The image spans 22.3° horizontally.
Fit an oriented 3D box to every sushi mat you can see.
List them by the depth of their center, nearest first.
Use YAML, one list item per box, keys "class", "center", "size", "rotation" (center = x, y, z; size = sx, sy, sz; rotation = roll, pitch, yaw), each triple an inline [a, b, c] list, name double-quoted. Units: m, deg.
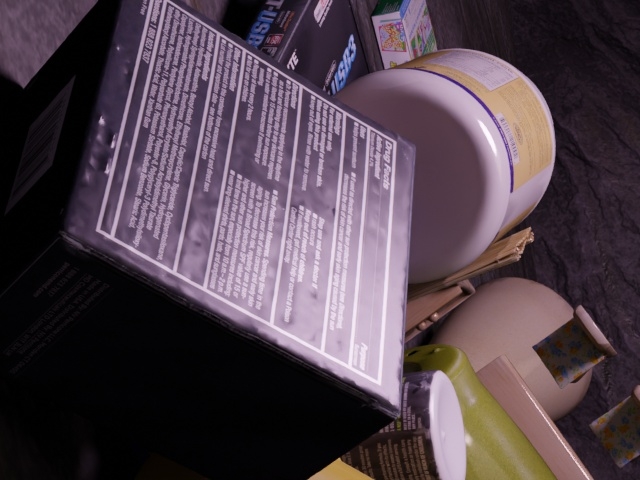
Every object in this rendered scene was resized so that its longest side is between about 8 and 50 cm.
- class: "sushi mat"
  center: [0.102, 0.061, 1.908]
  size: [0.019, 0.317, 0.151]
  rotation: [66, 19, -2]

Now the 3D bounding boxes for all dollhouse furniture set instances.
- class: "dollhouse furniture set"
  center: [0.197, 0.197, 2.108]
  size: [0.394, 0.362, 0.256]
  rotation: [56, 7, 16]

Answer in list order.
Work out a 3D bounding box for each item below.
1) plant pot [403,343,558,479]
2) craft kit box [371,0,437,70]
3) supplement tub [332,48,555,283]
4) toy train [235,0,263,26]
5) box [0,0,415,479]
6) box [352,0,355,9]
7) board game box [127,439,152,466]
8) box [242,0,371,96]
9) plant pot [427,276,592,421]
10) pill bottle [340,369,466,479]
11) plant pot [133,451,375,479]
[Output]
- class: "plant pot"
  center: [0.121, 0.321, 1.841]
  size: [0.353, 0.367, 0.366]
  rotation: [65, 18, -10]
- class: "craft kit box"
  center: [0.158, -0.313, 2.787]
  size: [0.250, 0.061, 0.246]
  rotation: [-66, 141, -62]
- class: "supplement tub"
  center: [0.138, -0.097, 1.894]
  size: [0.331, 0.241, 0.241]
  rotation: [-31, 110, -66]
- class: "toy train"
  center: [-0.048, -0.288, 2.017]
  size: [0.184, 0.080, 0.105]
  rotation: [64, 31, -49]
- class: "box"
  center: [-0.095, 0.002, 1.264]
  size: [0.294, 0.183, 0.296]
  rotation: [30, 42, -23]
- class: "box"
  center: [-0.007, -0.347, 2.222]
  size: [0.183, 0.056, 0.231]
  rotation: [66, 22, -43]
- class: "board game box"
  center: [-0.075, 0.061, 1.528]
  size: [0.347, 0.078, 0.233]
  rotation: [-60, 142, -39]
- class: "box"
  center: [-0.017, -0.142, 1.925]
  size: [0.295, 0.073, 0.293]
  rotation: [-67, 151, -41]
- class: "plant pot"
  center: [0.255, 0.214, 2.547]
  size: [0.274, 0.257, 0.256]
  rotation: [-24, 105, -56]
- class: "pill bottle"
  center: [0.013, 0.206, 1.619]
  size: [0.130, 0.246, 0.130]
  rotation: [-8, 90, -73]
- class: "plant pot"
  center: [-0.012, 0.286, 1.354]
  size: [0.254, 0.239, 0.254]
  rotation: [-17, 112, -51]
